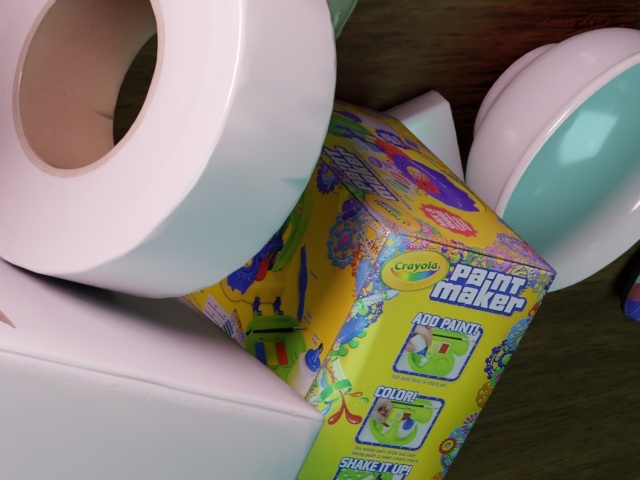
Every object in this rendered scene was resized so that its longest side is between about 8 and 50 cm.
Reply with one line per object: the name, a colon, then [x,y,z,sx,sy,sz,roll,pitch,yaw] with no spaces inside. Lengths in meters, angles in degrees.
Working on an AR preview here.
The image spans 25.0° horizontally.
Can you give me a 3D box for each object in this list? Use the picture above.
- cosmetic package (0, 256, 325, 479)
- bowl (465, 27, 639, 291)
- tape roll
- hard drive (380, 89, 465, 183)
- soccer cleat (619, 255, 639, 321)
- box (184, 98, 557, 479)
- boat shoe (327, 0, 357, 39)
cosmetic package: [-0.276,0.197,1.047,0.327,0.329,0.394,19,101,-42]
bowl: [0.247,-0.102,1.429,0.298,0.134,0.298,-28,144,-22]
tape roll: [-0.128,-0.106,1.000,0.286,0.286,0.100,-47,143,20]
hard drive: [0.000,0.000,1.410,0.307,0.040,0.203,-25,128,-13]
soccer cleat: [0.515,0.008,1.821,0.318,0.116,0.108,-45,145,18]
box: [0.003,0.055,1.233,0.177,0.290,0.279,13,113,-33]
boat shoe: [-0.004,-0.248,1.087,0.103,0.113,0.302,-13,152,-30]
